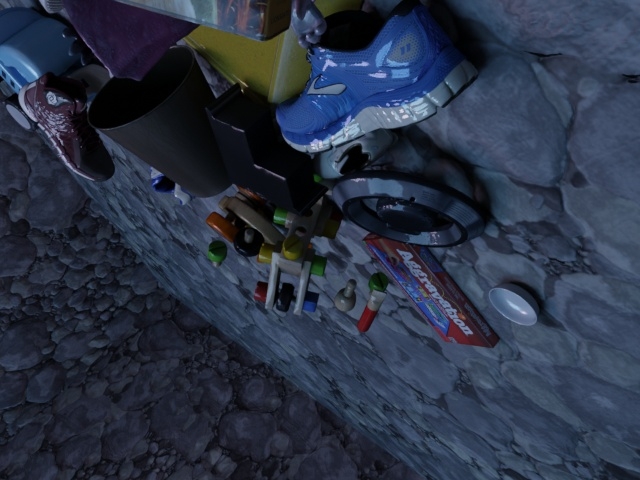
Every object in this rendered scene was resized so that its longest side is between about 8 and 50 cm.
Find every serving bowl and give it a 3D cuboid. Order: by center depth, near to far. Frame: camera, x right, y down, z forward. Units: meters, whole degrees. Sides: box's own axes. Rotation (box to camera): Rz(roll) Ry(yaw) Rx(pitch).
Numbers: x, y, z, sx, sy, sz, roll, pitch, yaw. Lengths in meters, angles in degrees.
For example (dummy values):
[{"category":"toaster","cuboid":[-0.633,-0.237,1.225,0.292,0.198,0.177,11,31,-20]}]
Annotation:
[{"category":"serving bowl","cuboid":[0.308,0.095,0.940,0.083,0.027,0.083,37,159,17]}]

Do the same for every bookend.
[{"category":"bookend","cuboid":[-0.079,-0.138,0.916,0.156,0.072,0.157,27,149,30]}]

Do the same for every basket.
[{"category":"basket","cuboid":[-0.239,-0.188,1.029,0.227,0.204,0.154,50,-162,-50]}]

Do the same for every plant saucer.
[{"category":"plant saucer","cuboid":[-0.120,-0.331,0.843,0.333,0.081,0.333,42,158,5]}]

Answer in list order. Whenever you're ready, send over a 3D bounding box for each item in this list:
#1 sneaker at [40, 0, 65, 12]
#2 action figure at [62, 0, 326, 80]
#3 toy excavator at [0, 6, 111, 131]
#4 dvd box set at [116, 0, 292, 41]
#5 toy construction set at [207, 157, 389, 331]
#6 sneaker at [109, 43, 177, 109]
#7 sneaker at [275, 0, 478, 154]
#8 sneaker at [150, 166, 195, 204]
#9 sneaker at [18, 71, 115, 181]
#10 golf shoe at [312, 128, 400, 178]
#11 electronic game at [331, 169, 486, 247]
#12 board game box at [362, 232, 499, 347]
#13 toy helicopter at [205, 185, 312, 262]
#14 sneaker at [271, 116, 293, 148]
[{"category":"sneaker","cuboid":[-0.519,-0.567,1.115,0.161,0.102,0.282,48,149,0]},{"category":"action figure","cuboid":[-0.096,-0.309,0.626,0.370,0.276,0.248,-17,108,17]},{"category":"toy excavator","cuboid":[-0.627,-0.403,1.493,0.445,0.222,0.433,-3,131,51]},{"category":"dvd box set","cuboid":[-0.140,-0.383,0.402,0.307,0.062,0.420,19,125,8]},{"category":"toy construction set","cuboid":[0.000,0.000,1.045,0.309,0.257,0.237,39,149,14]},{"category":"sneaker","cuboid":[-0.338,-0.379,1.054,0.180,0.124,0.321,42,138,45]},{"category":"sneaker","cuboid":[0.040,-0.210,0.752,0.330,0.130,0.147,-8,118,55]},{"category":"sneaker","cuboid":[-0.409,-0.197,1.556,0.296,0.131,0.112,31,158,34]},{"category":"sneaker","cuboid":[-0.565,-0.268,1.396,0.162,0.106,0.281,-19,120,39]},{"category":"golf shoe","cuboid":[0.034,-0.124,0.889,0.069,0.086,0.176,45,143,-14]},{"category":"electronic game","cuboid":[0.127,-0.045,0.881,0.229,0.048,0.229,16,164,5]},{"category":"board game box","cuboid":[0.205,0.092,1.126,0.281,0.027,0.145,49,157,-14]},{"category":"toy helicopter","cuboid":[-0.155,-0.025,1.477,0.235,0.140,0.355,38,171,-11]},{"category":"sneaker","cuboid":[-0.066,-0.163,1.081,0.118,0.083,0.222,46,169,-20]}]
